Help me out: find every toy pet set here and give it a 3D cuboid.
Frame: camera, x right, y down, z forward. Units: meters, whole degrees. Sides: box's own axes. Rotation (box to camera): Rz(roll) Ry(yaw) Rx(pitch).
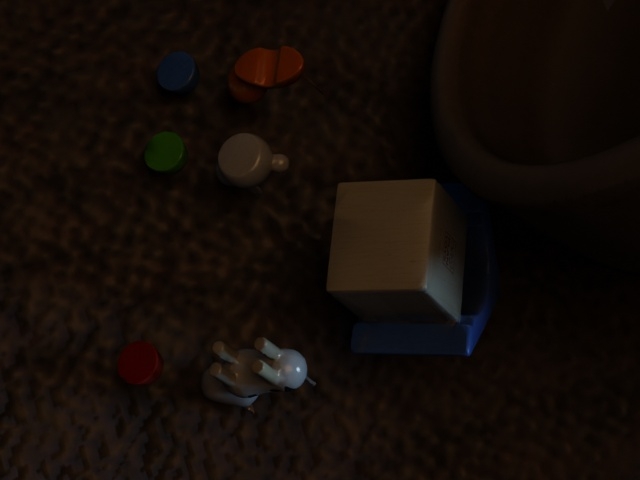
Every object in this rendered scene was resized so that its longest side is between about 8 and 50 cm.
[{"bbox_3d":[0.000,0.000,0.555,0.114,0.065,0.122,-1,71,23],"label":"toy pet set"}]

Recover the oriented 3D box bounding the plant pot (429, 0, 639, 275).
[{"bbox_3d":[0.203,-0.067,0.526,0.229,0.263,0.263,34,71,-22],"label":"plant pot"}]
